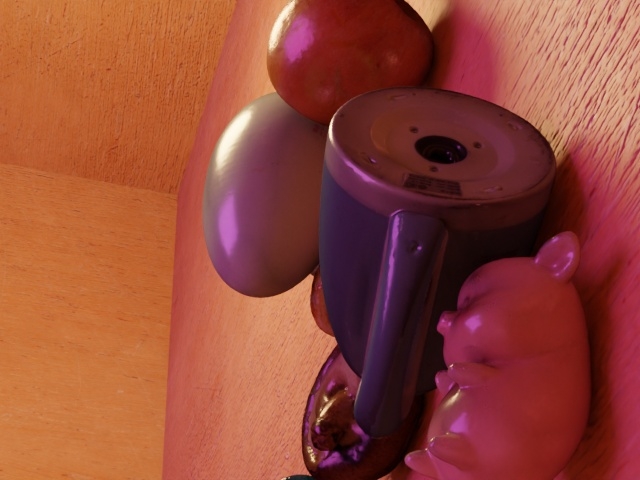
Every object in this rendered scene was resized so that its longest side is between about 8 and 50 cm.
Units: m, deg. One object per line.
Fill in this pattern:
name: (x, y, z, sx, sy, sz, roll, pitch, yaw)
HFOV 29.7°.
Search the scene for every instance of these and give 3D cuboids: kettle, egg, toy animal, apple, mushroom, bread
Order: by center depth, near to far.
toy animal: (0.184, 0.128, 1.158, 0.166, 0.154, 0.250, 137, 152, -63)
kettle: (0.099, 0.049, 1.348, 0.319, 0.247, 0.342, -61, -16, -55)
mushroom: (0.064, 0.228, 1.648, 0.231, 0.138, 0.194, -58, 10, 30)
bread: (0.045, 0.076, 1.820, 0.073, 0.122, 0.149, -122, 43, -65)
apple: (0.040, -0.284, 1.821, 0.253, 0.254, 0.253, -170, 90, -76)
egg: (-0.067, -0.074, 1.878, 0.230, 0.230, 0.370, 119, 166, -53)

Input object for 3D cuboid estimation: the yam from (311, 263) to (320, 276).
yam: (0.000, 0.000, 2.111, 0.259, 0.106, 0.106, -108, 31, -66)

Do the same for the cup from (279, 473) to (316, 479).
cup: (-0.019, 0.421, 1.844, 0.138, 0.114, 0.150, -142, 62, -73)
